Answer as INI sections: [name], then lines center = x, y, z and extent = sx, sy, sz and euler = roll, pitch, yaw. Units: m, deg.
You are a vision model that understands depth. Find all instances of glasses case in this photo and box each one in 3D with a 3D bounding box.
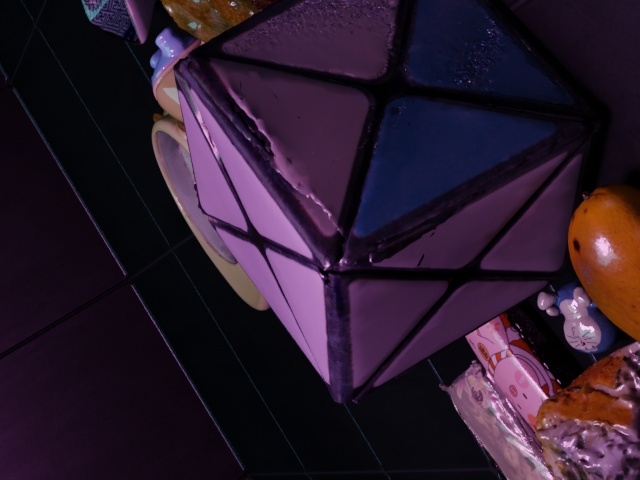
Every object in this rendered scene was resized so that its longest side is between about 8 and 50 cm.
[glasses case]
center = 0.245, 0.157, 1.984
extent = 0.267, 0.067, 0.103
euler = 53, 164, 20

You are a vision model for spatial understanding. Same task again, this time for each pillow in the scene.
[pillow]
center = 0.249, 0.258, 2.166
extent = 0.255, 0.059, 0.169
euler = 57, 163, 11

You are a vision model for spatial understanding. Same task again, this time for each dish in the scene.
[dish]
center = -0.303, -0.414, 2.510
extent = 0.182, 0.080, 0.243
euler = 27, 141, 56

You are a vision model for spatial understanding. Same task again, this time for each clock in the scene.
[clock]
center = -0.131, -0.084, 2.543
extent = 0.348, 0.117, 0.286
euler = 56, 163, 13

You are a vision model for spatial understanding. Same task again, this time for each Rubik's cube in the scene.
[Rubik's cube]
center = 0.061, -0.077, 1.722
extent = 0.307, 0.305, 0.310
euler = 53, 165, 25

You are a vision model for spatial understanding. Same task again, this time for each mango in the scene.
[mango]
center = 0.290, 0.027, 1.614
extent = 0.115, 0.090, 0.178
euler = 18, 145, 54

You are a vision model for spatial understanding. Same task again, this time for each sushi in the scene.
[sushi]
center = 0.318, 0.231, 1.782
extent = 0.184, 0.139, 0.274
euler = 23, 148, 59

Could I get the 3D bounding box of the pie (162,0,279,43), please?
[pie]
center = -0.083, -0.293, 1.946
extent = 0.323, 0.070, 0.323
euler = 26, 157, 12

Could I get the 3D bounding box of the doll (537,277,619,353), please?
[doll]
center = 0.275, 0.078, 1.801
extent = 0.076, 0.050, 0.083
euler = -13, 107, 54

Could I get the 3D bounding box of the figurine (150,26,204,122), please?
[figurine]
center = -0.118, -0.202, 2.239
extent = 0.262, 0.154, 0.180
euler = 37, 131, 21
